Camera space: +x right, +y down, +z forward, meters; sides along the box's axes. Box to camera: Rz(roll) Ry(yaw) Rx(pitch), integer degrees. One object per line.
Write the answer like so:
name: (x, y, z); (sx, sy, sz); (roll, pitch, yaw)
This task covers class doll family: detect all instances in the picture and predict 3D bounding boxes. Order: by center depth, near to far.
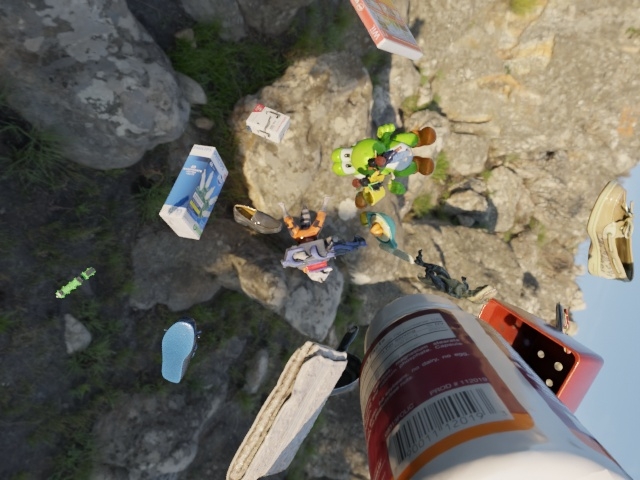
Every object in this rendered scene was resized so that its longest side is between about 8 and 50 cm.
doll family: (0.151, -0.183, 1.059); (0.112, 0.076, 0.193); (-14, 147, -35)

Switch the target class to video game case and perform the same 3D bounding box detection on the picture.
video game case: (0.115, -0.540, 0.917); (0.204, 0.025, 0.285); (-20, 80, -52)

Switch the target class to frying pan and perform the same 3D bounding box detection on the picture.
frying pan: (0.018, 0.332, 1.138); (0.326, 0.198, 0.053); (-81, 167, -77)

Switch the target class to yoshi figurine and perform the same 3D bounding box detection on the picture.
yoshi figurine: (0.216, -0.259, 1.277); (0.363, 0.203, 0.203); (-13, 154, -26)

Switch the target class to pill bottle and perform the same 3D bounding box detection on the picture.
pill bottle: (0.162, 0.218, 0.500); (0.392, 0.224, 0.223); (-83, -179, -77)

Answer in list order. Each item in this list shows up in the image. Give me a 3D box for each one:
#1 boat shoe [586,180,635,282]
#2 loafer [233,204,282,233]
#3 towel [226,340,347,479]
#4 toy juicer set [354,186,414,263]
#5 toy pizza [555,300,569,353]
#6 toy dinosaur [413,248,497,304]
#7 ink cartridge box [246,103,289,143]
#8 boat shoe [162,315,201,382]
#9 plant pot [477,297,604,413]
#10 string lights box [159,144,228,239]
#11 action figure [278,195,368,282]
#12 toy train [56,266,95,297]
boat shoe: (0.690, -0.016, 0.953); (0.104, 0.089, 0.285); (-44, 130, -16)
loafer: (-0.203, -0.069, 1.306); (0.061, 0.170, 0.062); (86, 21, -60)
towel: (-0.050, 0.329, 0.789); (0.282, 0.049, 0.187); (-60, 149, -5)
toy juicer set: (0.212, -0.046, 1.556); (0.090, 0.209, 0.328); (-29, 100, -21)
toy pizza: (0.791, 0.299, 1.334); (0.201, 0.032, 0.201); (7, 82, -63)
toy dinosaur: (0.270, 0.084, 0.939); (0.118, 0.268, 0.064); (41, 83, -22)
ink cartridge box: (-0.195, -0.439, 1.537); (0.056, 0.135, 0.099); (102, 12, -66)
boat shoe: (-0.426, 0.314, 1.237); (0.258, 0.109, 0.089); (-61, -177, 30)
plant pot: (0.562, 0.332, 1.077); (0.236, 0.267, 0.267); (8, 108, -30)
string lights box: (-0.382, -0.150, 1.260); (0.133, 0.077, 0.259); (74, 29, -61)
action figure: (0.000, 0.000, 1.608); (0.178, 0.342, 0.329); (141, -57, -76)
toy train: (-0.486, 0.083, 0.815); (0.017, 0.024, 0.083); (52, 58, -14)
